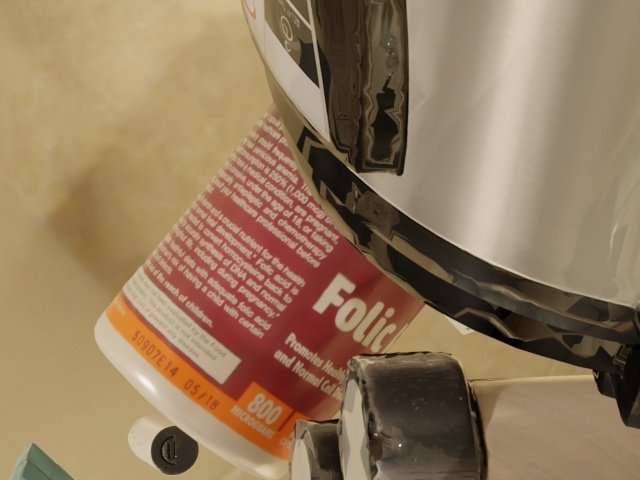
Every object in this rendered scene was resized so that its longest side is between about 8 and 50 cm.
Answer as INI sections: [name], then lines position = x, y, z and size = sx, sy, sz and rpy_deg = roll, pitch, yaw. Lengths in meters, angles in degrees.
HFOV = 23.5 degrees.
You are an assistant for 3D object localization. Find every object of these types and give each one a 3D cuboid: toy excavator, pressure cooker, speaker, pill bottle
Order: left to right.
[speaker]
position = -0.174, 0.223, 1.689
size = 0.055, 0.136, 0.055
rpy_deg = 1, 88, -17
[pill bottle]
position = 0.000, 0.000, 1.387
size = 0.224, 0.224, 0.392
rpy_deg = 39, 92, 8
[toy excavator]
position = 0.136, 0.265, 0.734
size = 0.222, 0.433, 0.445
rpy_deg = -1, 71, -11
[pressure cooker]
position = 0.157, -0.145, 0.649
size = 0.375, 0.370, 0.420
rpy_deg = 33, 145, 21

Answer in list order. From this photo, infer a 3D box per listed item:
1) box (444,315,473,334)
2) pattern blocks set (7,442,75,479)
[box]
position = 0.179, 0.036, 1.777
size = 0.102, 0.087, 0.101
rpy_deg = -23, 131, 27
[pattern blocks set]
position = -0.281, 0.093, 0.934
size = 0.026, 0.285, 0.325
rpy_deg = -40, 98, 15
